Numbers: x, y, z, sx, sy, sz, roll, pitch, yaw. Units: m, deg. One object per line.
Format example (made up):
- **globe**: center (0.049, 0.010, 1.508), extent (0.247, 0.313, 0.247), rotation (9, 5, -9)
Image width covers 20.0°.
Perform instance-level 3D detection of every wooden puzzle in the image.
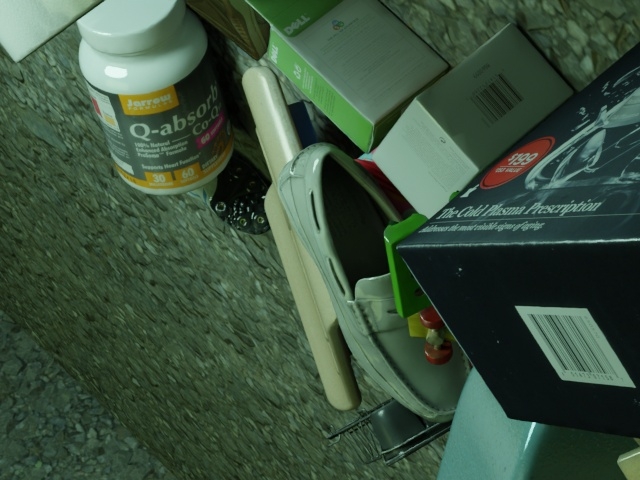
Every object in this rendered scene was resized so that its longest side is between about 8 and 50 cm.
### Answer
- **wooden puzzle**: center (0.000, 0.000, 2.112), extent (0.348, 0.080, 0.322), rotation (85, 167, -67)

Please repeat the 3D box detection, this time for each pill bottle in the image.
- **pill bottle**: center (-0.208, -0.199, 2.251), extent (0.162, 0.162, 0.278), rotation (37, 156, 34)

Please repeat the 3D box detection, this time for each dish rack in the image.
- **dish rack**: center (0.121, 0.202, 2.196), extent (0.074, 0.208, 0.271), rotation (62, 161, 4)

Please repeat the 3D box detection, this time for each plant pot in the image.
- **plant pot**: center (0.266, 0.199, 1.755), extent (0.248, 0.247, 0.252), rotation (-113, 28, -67)

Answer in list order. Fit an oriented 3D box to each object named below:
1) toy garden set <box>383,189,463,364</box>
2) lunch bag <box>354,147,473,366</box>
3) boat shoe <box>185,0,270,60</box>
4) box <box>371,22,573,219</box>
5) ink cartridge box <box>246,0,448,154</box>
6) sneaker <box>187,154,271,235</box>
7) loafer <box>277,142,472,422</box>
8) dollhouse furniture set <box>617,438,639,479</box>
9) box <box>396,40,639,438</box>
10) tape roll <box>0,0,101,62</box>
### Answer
- **toy garden set**: center (0.170, -0.001, 1.689), extent (0.049, 0.244, 0.204), rotation (54, 164, 38)
- **lunch bag**: center (0.157, 0.004, 1.910), extent (0.293, 0.120, 0.258), rotation (32, 148, 40)
- **boat shoe**: center (-0.085, -0.281, 1.954), extent (0.109, 0.098, 0.302), rotation (39, 174, 13)
- **box**: center (0.140, -0.108, 1.719), extent (0.091, 0.130, 0.170), rotation (49, 159, 4)
- **ink cartridge box**: center (0.019, -0.199, 1.849), extent (0.209, 0.109, 0.062), rotation (45, 158, 16)
- **sneaker**: center (-0.143, -0.084, 2.447), extent (0.237, 0.085, 0.086), rotation (37, -178, 25)
- **loafer**: center (0.063, 0.046, 1.850), extent (0.319, 0.112, 0.111), rotation (56, 164, -5)
- **dollhouse furniture set**: center (0.389, 0.156, 1.493), extent (0.259, 0.262, 0.135), rotation (-30, 101, 43)
- **box**: center (0.282, -0.021, 1.309), extent (0.179, 0.312, 0.343), rotation (57, 158, -14)
- **tape roll**: center (-0.133, -0.297, 1.604), extent (0.072, 0.392, 0.392), rotation (53, 160, -9)
